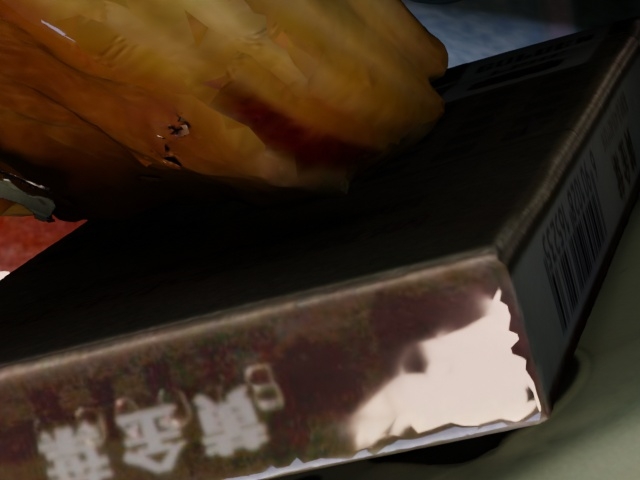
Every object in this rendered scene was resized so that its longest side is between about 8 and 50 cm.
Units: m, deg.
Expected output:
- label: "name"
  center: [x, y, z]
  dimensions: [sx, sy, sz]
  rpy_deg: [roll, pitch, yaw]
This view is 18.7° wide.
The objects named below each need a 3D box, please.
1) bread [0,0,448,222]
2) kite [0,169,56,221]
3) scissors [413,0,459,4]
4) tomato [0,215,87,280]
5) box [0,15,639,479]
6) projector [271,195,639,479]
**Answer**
- label: "bread"
  center: [-0.134, -0.130, 0.488]
  dimensions: [0.324, 0.167, 0.277]
  rpy_deg: [30, 160, -35]
- label: "kite"
  center: [-0.186, -0.050, 0.492]
  dimensions: [0.250, 0.012, 0.229]
  rpy_deg: [17, 166, -2]
- label: "scissors"
  center: [-0.001, -0.102, 0.718]
  dimensions: [0.119, 0.014, 0.058]
  rpy_deg: [1, 153, 38]
- label: "tomato"
  center: [-0.151, 0.005, 0.929]
  dimensions: [0.208, 0.184, 0.208]
  rpy_deg: [17, 166, 4]
- label: "box"
  center: [0.001, 0.000, 0.576]
  dimensions: [0.180, 0.047, 0.325]
  rpy_deg: [-15, -170, 18]
- label: "projector"
  center: [0.109, 0.131, 0.560]
  dimensions: [0.248, 0.249, 0.248]
  rpy_deg: [67, 172, -12]
